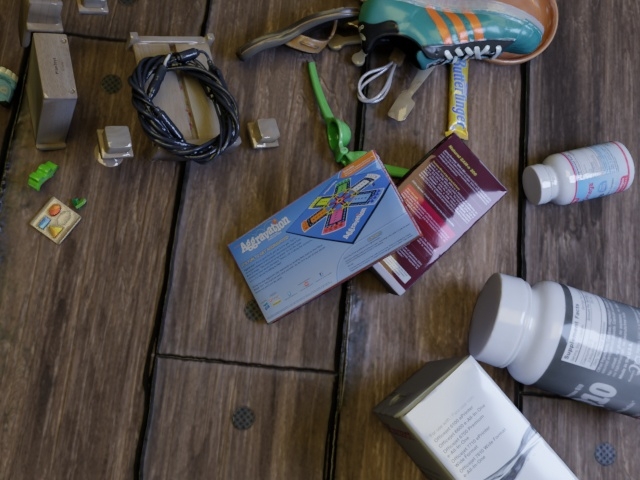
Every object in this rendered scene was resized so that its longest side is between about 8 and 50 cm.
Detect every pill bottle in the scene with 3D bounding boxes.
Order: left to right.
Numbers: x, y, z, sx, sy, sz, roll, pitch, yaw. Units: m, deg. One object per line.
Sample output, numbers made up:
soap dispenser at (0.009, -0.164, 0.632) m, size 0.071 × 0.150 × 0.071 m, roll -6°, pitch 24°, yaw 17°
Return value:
pill bottle at (0.379, 0.155, 0.971) m, size 0.283 × 0.161 × 0.161 m, roll 17°, pitch 77°, yaw 0°
pill bottle at (0.423, -0.107, 1.070) m, size 0.160 × 0.087 × 0.087 m, roll -13°, pitch 79°, yaw -7°

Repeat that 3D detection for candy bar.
candy bar at (0.239, -0.251, 1.123) m, size 0.040 × 0.018 × 0.161 m, roll 5°, pitch 78°, yaw -3°

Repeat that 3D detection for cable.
cable at (-0.201, -0.200, 0.964) m, size 0.150 × 0.047 × 0.184 m, roll -14°, pitch 81°, yaw -31°

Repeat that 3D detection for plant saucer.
plant saucer at (0.321, -0.400, 1.152) m, size 0.200 × 0.037 × 0.200 m, roll 1°, pitch 77°, yaw -4°

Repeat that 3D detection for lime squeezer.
lime squeezer at (0.062, -0.171, 1.073) m, size 0.310 × 0.059 × 0.110 m, roll 43°, pitch 78°, yaw 6°

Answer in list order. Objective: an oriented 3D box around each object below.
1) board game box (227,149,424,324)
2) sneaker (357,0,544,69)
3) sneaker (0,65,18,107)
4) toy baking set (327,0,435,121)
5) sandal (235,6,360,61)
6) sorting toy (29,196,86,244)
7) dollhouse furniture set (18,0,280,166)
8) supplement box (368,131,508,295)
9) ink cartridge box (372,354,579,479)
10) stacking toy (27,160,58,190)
board game box at (0.000, 0.000, 0.975) m, size 0.281 × 0.027 × 0.145 m, roll -32°, pitch 81°, yaw 21°
sneaker at (0.209, -0.330, 1.064) m, size 0.302 × 0.108 × 0.121 m, roll 11°, pitch 88°, yaw 0°
sneaker at (-0.576, -0.245, 1.038) m, size 0.162 × 0.063 × 0.073 m, roll 2°, pitch 81°, yaw -4°
toy baking set at (0.127, -0.333, 1.129) m, size 0.197 × 0.030 × 0.256 m, roll -28°, pitch 77°, yaw -5°
sandal at (-0.034, -0.337, 1.090) m, size 0.219 × 0.090 × 0.060 m, roll -22°, pitch 102°, yaw -2°
sorting toy at (-0.414, -0.043, 1.030) m, size 0.062 × 0.012 × 0.083 m, roll 35°, pitch 78°, yaw 4°
dollhouse furniture set at (-0.286, -0.260, 1.068) m, size 0.355 × 0.174 × 0.303 m, roll -8°, pitch 78°, yaw -30°
supplement box at (0.160, -0.041, 1.022) m, size 0.239 × 0.073 × 0.130 m, roll -43°, pitch 93°, yaw -5°
ink cartridge box at (0.231, 0.317, 0.892) m, size 0.129 × 0.223 × 0.307 m, roll -39°, pitch 83°, yaw -12°
stacking toy at (-0.538, -0.083, 0.981) m, size 0.167 × 0.052 × 0.221 m, roll 29°, pitch 46°, yaw 0°
